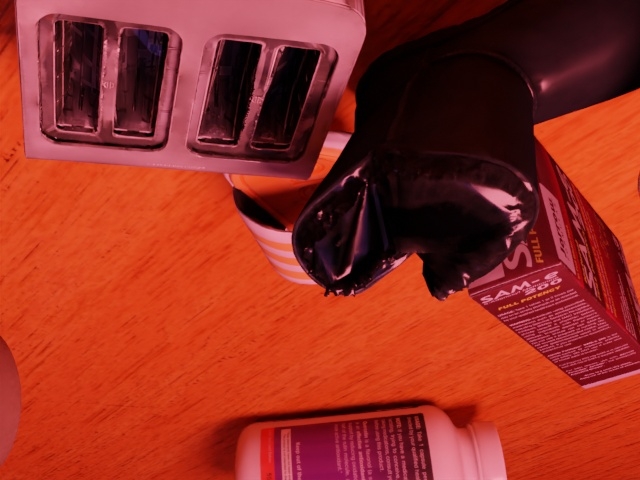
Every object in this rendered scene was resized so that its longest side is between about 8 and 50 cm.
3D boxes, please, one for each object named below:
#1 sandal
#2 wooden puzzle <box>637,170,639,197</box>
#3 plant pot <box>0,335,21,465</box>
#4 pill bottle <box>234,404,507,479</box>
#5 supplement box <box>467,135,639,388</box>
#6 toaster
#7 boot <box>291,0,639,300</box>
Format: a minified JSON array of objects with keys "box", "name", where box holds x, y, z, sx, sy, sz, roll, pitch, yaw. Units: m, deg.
[{"box":[0.011,-0.002,0.661,0.102,0.076,0.265,-12,159,12],"name":"sandal"},{"box":[0.281,-0.133,0.464,0.221,0.044,0.238,-16,136,-23],"name":"wooden puzzle"},{"box":[-0.394,0.147,0.750,0.263,0.262,0.229,-27,159,31],"name":"plant pot"},{"box":[0.062,0.305,1.103,0.323,0.181,0.181,-6,148,2],"name":"pill bottle"},{"box":[0.189,0.020,0.709,0.073,0.130,0.239,-24,145,26],"name":"supplement box"},{"box":[-0.069,-0.118,0.466,0.168,0.110,0.185,3,147,-15],"name":"toaster"},{"box":[0.112,-0.067,0.473,0.247,0.207,0.094,-18,118,24],"name":"boot"}]
